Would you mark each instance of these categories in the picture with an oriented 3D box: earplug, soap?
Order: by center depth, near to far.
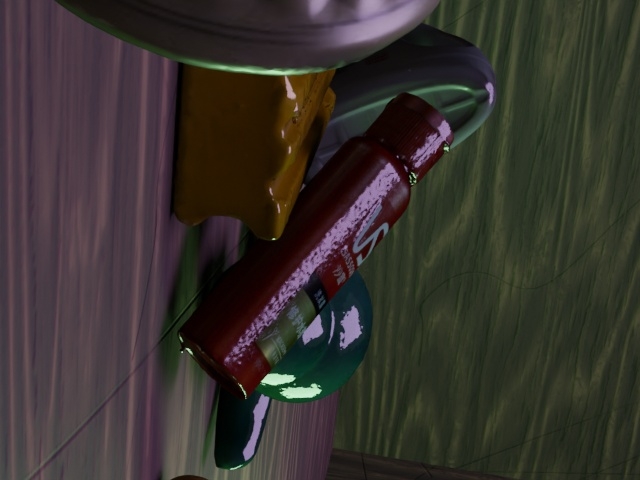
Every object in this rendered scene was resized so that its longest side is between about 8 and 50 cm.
[{"bbox_3d":[-0.043,-0.156,1.153,0.324,0.096,0.204,-70,169,-66],"label":"soap"},{"bbox_3d":[-0.062,0.108,1.346,0.164,0.257,0.280,62,11,19],"label":"earplug"}]

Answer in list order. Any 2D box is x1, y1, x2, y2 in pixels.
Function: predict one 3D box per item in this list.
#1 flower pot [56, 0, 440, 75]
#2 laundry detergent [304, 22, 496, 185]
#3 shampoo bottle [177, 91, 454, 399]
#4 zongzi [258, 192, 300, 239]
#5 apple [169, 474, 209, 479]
[{"bbox_3d":[-0.012,-0.221,0.470,0.244,0.307,0.307,118,-10,-46],"label":"flower pot"},{"bbox_3d":[0.068,-0.204,1.642,0.398,0.264,0.125,-100,167,-67],"label":"laundry detergent"},{"bbox_3d":[0.000,0.001,1.176,0.314,0.076,0.118,-49,150,-15],"label":"shampoo bottle"},{"bbox_3d":[-0.017,0.010,1.589,0.274,0.125,0.251,-78,-179,-53],"label":"zongzi"},{"bbox_3d":[-0.119,0.257,1.183,0.084,0.071,0.084,13,90,-78],"label":"apple"}]
